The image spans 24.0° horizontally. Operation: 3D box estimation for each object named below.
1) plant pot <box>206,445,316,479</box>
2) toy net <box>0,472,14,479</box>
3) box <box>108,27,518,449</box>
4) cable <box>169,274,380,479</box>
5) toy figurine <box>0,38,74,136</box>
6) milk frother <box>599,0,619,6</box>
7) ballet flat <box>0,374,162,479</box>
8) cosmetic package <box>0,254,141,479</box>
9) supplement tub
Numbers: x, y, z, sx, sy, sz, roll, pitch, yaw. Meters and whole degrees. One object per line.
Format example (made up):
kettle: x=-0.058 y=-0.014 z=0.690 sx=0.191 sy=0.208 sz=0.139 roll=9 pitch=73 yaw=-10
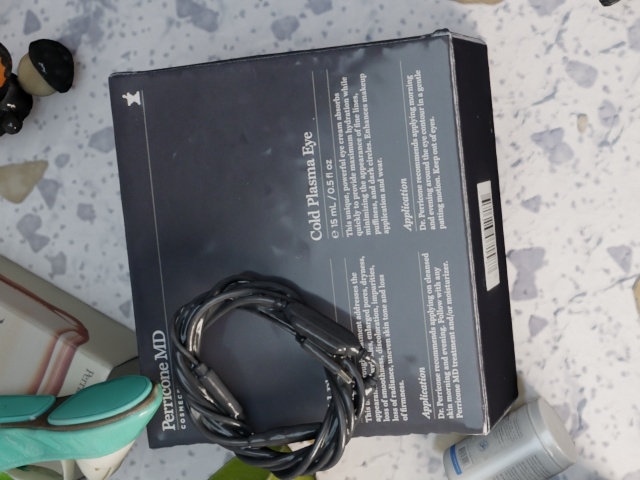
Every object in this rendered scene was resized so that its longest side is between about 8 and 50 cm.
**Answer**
plant pot: x=-0.027 y=0.379 z=1.379 sx=0.293 sy=0.275 sz=0.275 roll=44 pitch=105 yaw=-7
toy net: x=-0.380 y=0.285 z=1.568 sx=0.122 sy=0.045 sz=0.232 roll=26 pitch=102 yaw=13
box: x=0.000 y=0.000 z=1.361 sx=0.312 sy=0.179 sz=0.343 roll=-4 pitch=93 yaw=16
cable: x=-0.048 y=0.115 z=1.275 sx=0.184 sy=0.047 sz=0.151 roll=29 pitch=108 yaw=10
toy figurine: x=-0.356 y=-0.197 z=1.436 sx=0.148 sy=0.209 sz=0.213 roll=-33 pitch=86 yaw=11
milk frother: x=0.333 y=-0.199 z=1.299 sx=0.143 sy=0.129 sz=0.135 roll=-28 pitch=85 yaw=60
ballet flat: x=-0.223 y=0.175 z=1.346 sx=0.247 sy=0.083 sz=0.087 roll=-10 pitch=112 yaw=34
cosmetic package: x=-0.330 y=0.108 z=1.494 sx=0.296 sy=0.129 sz=0.153 roll=27 pitch=101 yaw=12
supplement tub: x=0.173 y=0.199 z=1.383 sx=0.107 sy=0.071 sz=0.071 roll=-31 pitch=86 yaw=16
